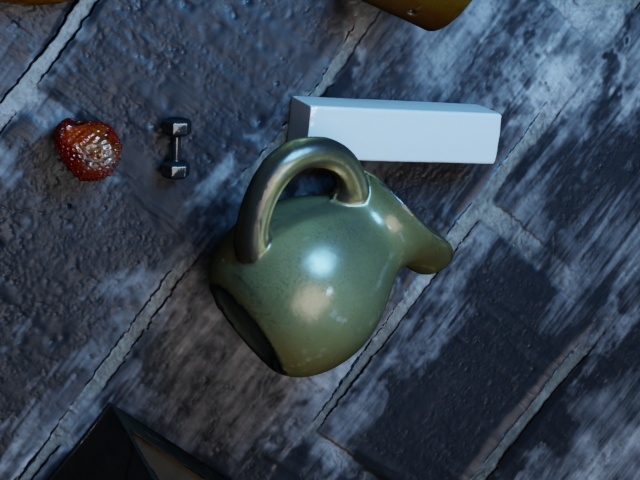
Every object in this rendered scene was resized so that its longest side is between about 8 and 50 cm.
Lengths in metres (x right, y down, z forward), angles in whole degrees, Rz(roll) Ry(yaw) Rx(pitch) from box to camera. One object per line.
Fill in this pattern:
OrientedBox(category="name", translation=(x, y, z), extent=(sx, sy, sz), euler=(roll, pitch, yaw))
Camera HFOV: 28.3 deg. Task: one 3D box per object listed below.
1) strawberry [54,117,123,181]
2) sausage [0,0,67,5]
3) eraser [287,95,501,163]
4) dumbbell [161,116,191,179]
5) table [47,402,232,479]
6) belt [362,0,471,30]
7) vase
OrientedBox(category="strawberry", translation=(-0.301, -0.120, 1.642), extent=(0.083, 0.083, 0.096), euler=(-46, 110, -3))
OrientedBox(category="sausage", translation=(-0.404, -0.343, 1.522), extent=(0.302, 0.076, 0.103), euler=(13, 102, -26))
OrientedBox(category="eraser", translation=(0.106, -0.156, 1.803), extent=(0.298, 0.078, 0.076), euler=(0, 107, -23))
OrientedBox(category="dumbbell", translation=(-0.194, -0.124, 1.708), extent=(0.036, 0.040, 0.083), euler=(6, 106, 8))
OrientedBox(category="table", translation=(-0.222, 0.407, 1.732), extent=(0.250, 0.282, 0.196), euler=(40, 88, -29))
OrientedBox(category="belt", translation=(0.161, -0.451, 1.649), extent=(0.122, 0.217, 0.339), euler=(20, 97, -28))
OrientedBox(category="vase", translation=(0.000, 0.000, 1.709), extent=(0.302, 0.241, 0.329), euler=(-37, 134, -16))
